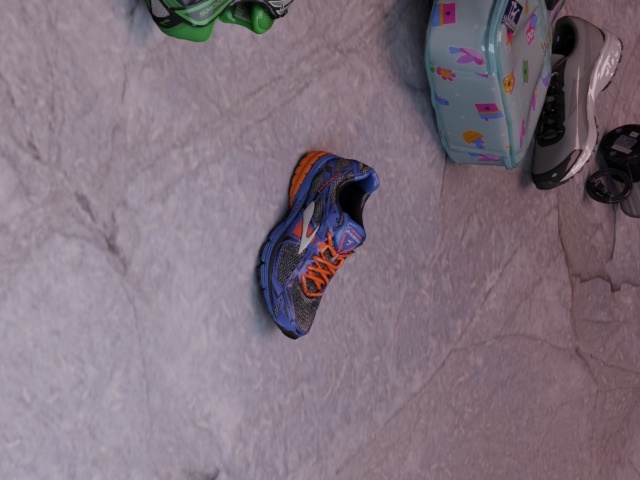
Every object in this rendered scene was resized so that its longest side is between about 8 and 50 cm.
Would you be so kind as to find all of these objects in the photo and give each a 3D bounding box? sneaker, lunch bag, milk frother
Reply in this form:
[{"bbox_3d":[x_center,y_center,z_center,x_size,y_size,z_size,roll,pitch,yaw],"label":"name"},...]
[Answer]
[{"bbox_3d":[-0.059,-0.284,1.391,0.343,0.134,0.146,-28,121,-44],"label":"sneaker"},{"bbox_3d":[0.217,-0.243,1.779,0.279,0.108,0.224,71,36,-52],"label":"lunch bag"},{"bbox_3d":[0.487,-0.085,2.281,0.143,0.129,0.134,-31,128,-3],"label":"milk frother"},{"bbox_3d":[0.000,0.000,1.504,0.083,0.087,0.221,43,55,-49],"label":"sneaker"},{"bbox_3d":[0.343,-0.197,2.052,0.108,0.100,0.271,28,69,-28],"label":"sneaker"}]

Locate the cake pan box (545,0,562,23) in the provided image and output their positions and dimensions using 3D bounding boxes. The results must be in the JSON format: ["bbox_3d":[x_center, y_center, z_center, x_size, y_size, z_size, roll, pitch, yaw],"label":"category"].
[{"bbox_3d":[0.345,-0.427,1.944,0.267,0.070,0.245,-55,167,-40],"label":"cake pan box"}]

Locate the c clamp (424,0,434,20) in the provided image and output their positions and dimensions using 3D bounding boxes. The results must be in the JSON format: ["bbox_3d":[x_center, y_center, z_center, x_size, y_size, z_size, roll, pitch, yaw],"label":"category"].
[{"bbox_3d":[0.154,-0.342,1.804,0.137,0.022,0.160,57,44,-48],"label":"c clamp"}]
